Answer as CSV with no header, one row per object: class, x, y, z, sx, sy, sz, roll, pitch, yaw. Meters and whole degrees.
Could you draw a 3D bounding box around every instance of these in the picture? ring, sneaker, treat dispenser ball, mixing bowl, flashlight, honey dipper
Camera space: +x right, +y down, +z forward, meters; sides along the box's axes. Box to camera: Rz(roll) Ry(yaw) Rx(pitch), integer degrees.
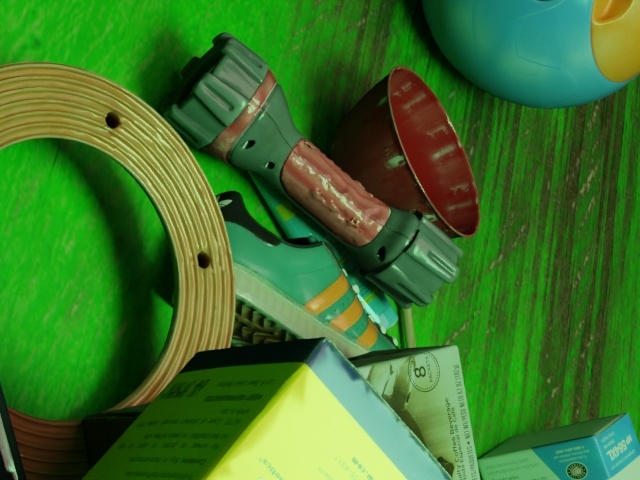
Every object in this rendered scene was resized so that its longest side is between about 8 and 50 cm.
ring,-0.204,0.030,1.354,0.337,0.032,0.336,7,79,-40
sneaker,-0.001,0.063,1.582,0.302,0.108,0.121,38,53,-36
treat dispenser ball,0.249,-0.286,1.901,0.288,0.288,0.288,24,57,-45
mixing bowl,0.072,-0.069,1.722,0.181,0.098,0.181,49,27,-36
flashlight,-0.001,-0.056,1.583,0.304,0.103,0.103,39,31,-16
honey dipper,0.092,0.127,1.746,0.030,0.030,0.160,18,58,-48

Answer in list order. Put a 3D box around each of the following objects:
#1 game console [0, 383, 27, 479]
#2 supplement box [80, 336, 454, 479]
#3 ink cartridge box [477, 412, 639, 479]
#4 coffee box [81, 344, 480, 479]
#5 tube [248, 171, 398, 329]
game console,-0.345,0.101,1.082,0.173,0.250,0.293,-5,79,-80
supplement box,-0.089,0.256,1.130,0.195,0.194,0.356,50,64,-16
ink cartridge box,0.268,0.294,1.799,0.086,0.148,0.203,-22,93,-54
coffee box,-0.022,0.190,1.379,0.297,0.119,0.168,-10,91,-38
tube,0.000,0.000,1.667,0.207,0.052,0.080,59,32,-9
